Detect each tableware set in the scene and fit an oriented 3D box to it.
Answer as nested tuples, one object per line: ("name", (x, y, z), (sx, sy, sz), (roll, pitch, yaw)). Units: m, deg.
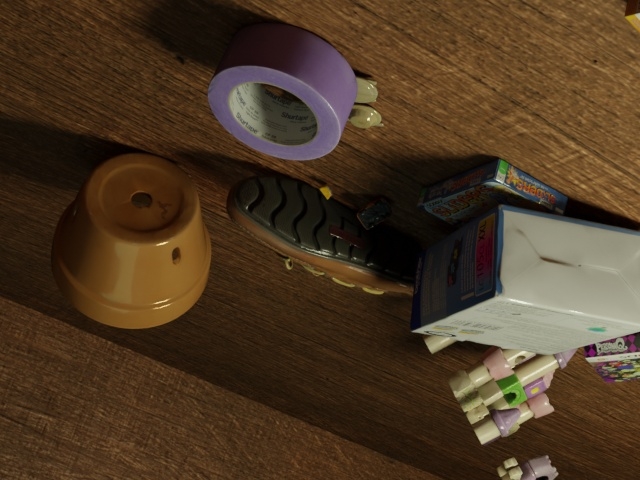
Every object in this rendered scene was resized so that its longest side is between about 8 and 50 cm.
("tableware set", (0.018, -0.199, 1.609), (0.141, 0.020, 0.169), (10, 157, 14))

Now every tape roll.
("tape roll", (-0.051, -0.197, 1.536), (0.189, 0.080, 0.189), (15, 149, 9))

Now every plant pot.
("plant pot", (-0.327, -0.019, 2.027), (0.291, 0.291, 0.203), (18, 143, -2))

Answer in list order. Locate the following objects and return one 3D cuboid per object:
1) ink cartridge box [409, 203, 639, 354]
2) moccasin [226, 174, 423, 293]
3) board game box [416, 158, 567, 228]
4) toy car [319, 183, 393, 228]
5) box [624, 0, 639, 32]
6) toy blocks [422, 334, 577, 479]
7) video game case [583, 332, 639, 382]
("ink cartridge box", (0.315, 0.080, 1.827), (0.270, 0.151, 0.395), (11, 162, -15))
("moccasin", (0.000, -0.003, 1.984), (0.380, 0.139, 0.147), (18, 153, -30))
("board game box", (0.259, -0.059, 1.748), (0.136, 0.035, 0.201), (26, 158, -22))
("toy car", (0.062, -0.072, 1.902), (0.122, 0.060, 0.040), (38, -159, -7))
("box", (0.398, -0.236, 1.194), (0.081, 0.028, 0.136), (33, 156, -35))
("toy blocks", (0.400, 0.285, 2.223), (0.260, 0.309, 0.288), (-29, 140, 2))
("video game case", (0.590, 0.203, 2.026), (0.210, 0.042, 0.232), (-9, 160, 20))
